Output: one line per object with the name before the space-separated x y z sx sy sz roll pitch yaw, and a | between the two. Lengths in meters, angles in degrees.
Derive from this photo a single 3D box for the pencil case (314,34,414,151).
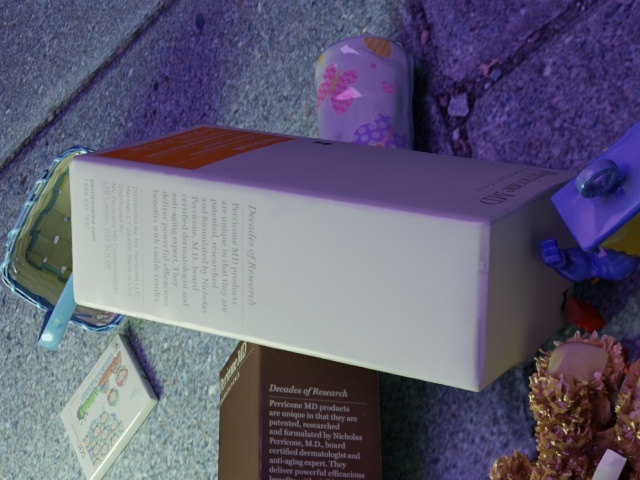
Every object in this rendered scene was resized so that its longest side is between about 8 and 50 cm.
pencil case | 0.059 -0.102 1.525 0.124 0.113 0.273 -24 56 28

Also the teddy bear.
teddy bear | 0.241 0.244 1.137 0.245 0.113 0.338 -10 77 32

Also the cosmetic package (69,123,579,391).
cosmetic package | 0.000 0.000 1.313 0.453 0.230 0.161 10 108 28

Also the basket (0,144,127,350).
basket | -0.305 -0.003 1.790 0.254 0.201 0.289 -61 9 8

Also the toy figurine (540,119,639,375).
toy figurine | 0.313 -0.026 1.125 0.362 0.217 0.191 -42 46 28

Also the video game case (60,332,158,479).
video game case | -0.292 0.229 1.831 0.157 0.019 0.143 -53 42 16

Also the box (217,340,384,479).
box | -0.024 0.283 1.366 0.191 0.143 0.381 123 151 -59
